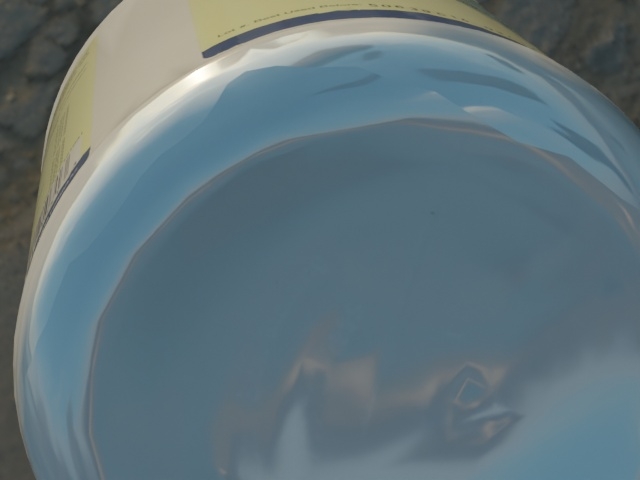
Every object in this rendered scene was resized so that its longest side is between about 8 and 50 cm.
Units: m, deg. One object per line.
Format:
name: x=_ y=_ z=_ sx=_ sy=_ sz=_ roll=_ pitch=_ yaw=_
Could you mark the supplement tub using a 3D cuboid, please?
supplement tub: x=0.000 y=0.000 z=0.626 sx=0.235 sy=0.235 sz=0.325 roll=-30 pitch=20 yaw=3
